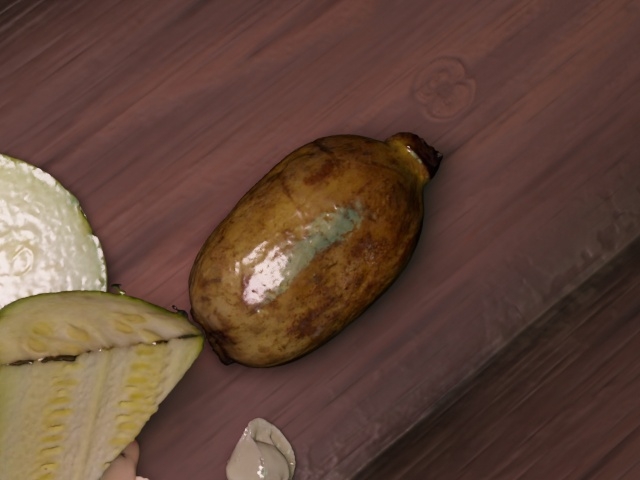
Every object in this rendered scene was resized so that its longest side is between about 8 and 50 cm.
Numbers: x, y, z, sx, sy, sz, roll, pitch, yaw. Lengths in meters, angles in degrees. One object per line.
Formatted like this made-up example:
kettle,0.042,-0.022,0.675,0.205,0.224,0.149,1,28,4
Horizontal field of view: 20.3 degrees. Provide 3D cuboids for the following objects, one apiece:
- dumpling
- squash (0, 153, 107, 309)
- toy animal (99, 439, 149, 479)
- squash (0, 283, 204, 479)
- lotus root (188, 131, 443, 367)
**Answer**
dumpling,-0.051,0.196,1.524,0.052,0.057,0.076,-31,67,18
squash,-0.284,0.033,1.459,0.219,0.041,0.219,2,84,-14
toy animal,-0.198,0.180,1.452,0.114,0.082,0.091,3,86,-17
squash,-0.222,0.183,1.405,0.203,0.111,0.289,-7,120,-36
lotus root,0.000,0.000,1.501,0.260,0.128,0.145,-41,113,-10
